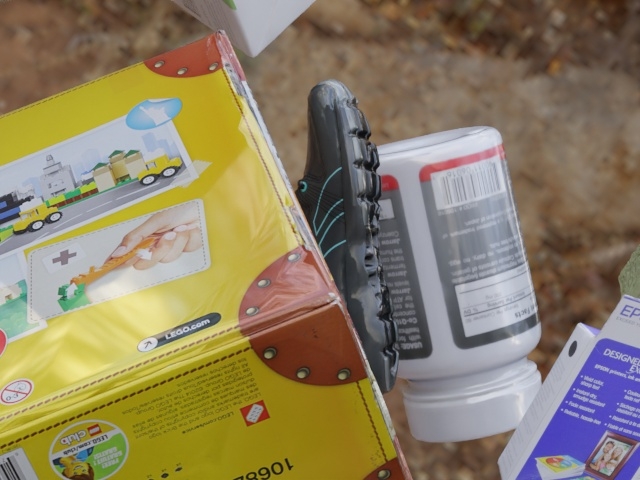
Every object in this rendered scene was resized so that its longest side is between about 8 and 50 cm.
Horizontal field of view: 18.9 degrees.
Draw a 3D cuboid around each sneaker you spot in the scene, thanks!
[{"bbox_3d":[0.000,0.000,1.602,0.106,0.267,0.101,-6,-3,13],"label":"sneaker"}]

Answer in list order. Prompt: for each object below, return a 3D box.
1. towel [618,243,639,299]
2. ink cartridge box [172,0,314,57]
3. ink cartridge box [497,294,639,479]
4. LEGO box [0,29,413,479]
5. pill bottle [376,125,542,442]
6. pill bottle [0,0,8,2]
[{"bbox_3d":[0.336,0.032,1.912,0.027,0.148,0.110,15,40,-12],"label":"towel"},{"bbox_3d":[-0.175,-0.369,2.036,0.353,0.119,0.207,37,-15,27],"label":"ink cartridge box"},{"bbox_3d":[0.283,0.143,1.611,0.206,0.208,0.045,18,27,-21],"label":"ink cartridge box"},{"bbox_3d":[-0.232,0.098,1.290,0.372,0.500,0.193,-114,-177,-56],"label":"LEGO box"},{"bbox_3d":[0.125,0.042,1.875,0.161,0.161,0.283,-88,166,-83],"label":"pill bottle"},{"bbox_3d":[-0.222,-0.268,1.423,0.319,0.176,0.176,-18,37,-26],"label":"pill bottle"}]
